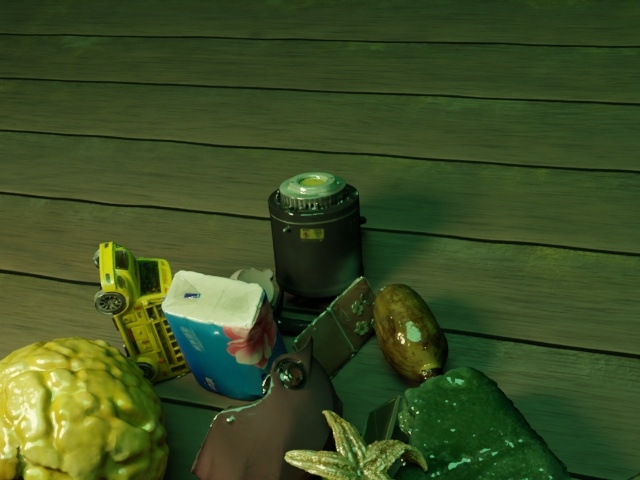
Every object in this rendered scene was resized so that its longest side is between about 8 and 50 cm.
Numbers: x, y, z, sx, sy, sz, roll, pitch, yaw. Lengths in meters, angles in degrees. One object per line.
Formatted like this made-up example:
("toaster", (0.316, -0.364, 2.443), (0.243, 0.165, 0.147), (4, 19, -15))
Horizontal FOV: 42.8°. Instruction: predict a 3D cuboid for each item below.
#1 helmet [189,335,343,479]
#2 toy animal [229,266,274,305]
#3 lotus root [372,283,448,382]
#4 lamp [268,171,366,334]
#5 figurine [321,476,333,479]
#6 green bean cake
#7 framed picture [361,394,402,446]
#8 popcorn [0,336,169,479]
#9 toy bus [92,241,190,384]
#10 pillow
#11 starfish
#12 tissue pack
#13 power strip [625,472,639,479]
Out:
("helmet", (-0.070, 0.350, 1.491), (0.197, 0.271, 0.338), (43, 52, 12))
("toy animal", (-0.179, 0.140, 1.781), (0.124, 0.212, 0.124), (13, 60, -24))
("lotus root", (0.184, 0.196, 1.655), (0.128, 0.145, 0.260), (-22, 45, -6))
("lamp", (-0.013, -0.009, 1.821), (0.205, 0.272, 0.374), (3, 46, 18))
("figurine", (-0.004, 0.574, 1.328), (0.283, 0.204, 0.338), (36, 73, 30))
("green bean cake", (0.229, 0.403, 1.416), (0.300, 0.169, 0.308), (-22, 43, -13))
("framed picture", (0.103, 0.370, 1.534), (0.011, 0.109, 0.149), (35, 48, -13))
("popcorn", (-0.463, 0.341, 1.506), (0.390, 0.344, 0.354), (2, 51, 23))
("toy bus", (-0.365, 0.149, 1.695), (0.152, 0.330, 0.144), (-13, 43, -5))
("pillow", (0.042, 0.190, 1.717), (0.232, 0.126, 0.043), (-43, 19, -26))
("starfish", (0.055, 0.374, 1.295), (0.235, 0.062, 0.277), (-22, 52, -24))
("tissue pack", (-0.189, 0.199, 1.646), (0.209, 0.270, 0.137), (11, 52, 20))
("power strip", (0.603, 0.472, 1.313), (0.256, 0.092, 0.251), (-23, 36, -10))
